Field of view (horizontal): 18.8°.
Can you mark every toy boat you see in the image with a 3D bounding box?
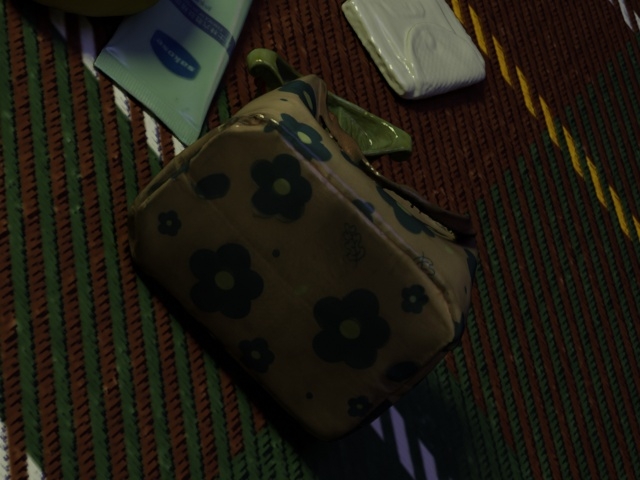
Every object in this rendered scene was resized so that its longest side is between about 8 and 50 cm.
[{"bbox_3d":[-0.006,-0.105,1.697,0.185,0.071,0.089,29,41,-32],"label":"toy boat"}]

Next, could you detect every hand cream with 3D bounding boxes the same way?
[{"bbox_3d":[-0.108,-0.213,1.704,0.109,0.067,0.321,42,42,-19],"label":"hand cream"}]

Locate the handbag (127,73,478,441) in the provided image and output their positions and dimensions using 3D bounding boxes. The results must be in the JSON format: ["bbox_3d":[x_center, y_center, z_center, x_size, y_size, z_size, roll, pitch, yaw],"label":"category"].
[{"bbox_3d":[0.000,0.000,1.518,0.251,0.190,0.193,46,23,-4],"label":"handbag"}]

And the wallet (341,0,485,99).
[{"bbox_3d":[0.101,-0.203,1.955,0.183,0.032,0.124,-19,73,-55],"label":"wallet"}]

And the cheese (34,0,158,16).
[{"bbox_3d":[-0.198,-0.284,1.587,0.226,0.117,0.214,-21,80,-46],"label":"cheese"}]
